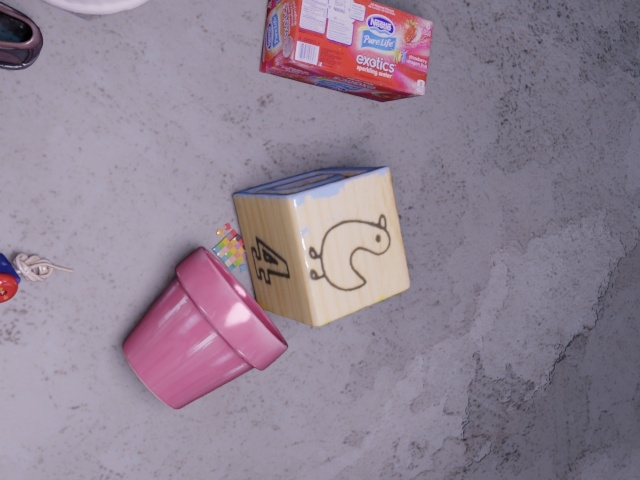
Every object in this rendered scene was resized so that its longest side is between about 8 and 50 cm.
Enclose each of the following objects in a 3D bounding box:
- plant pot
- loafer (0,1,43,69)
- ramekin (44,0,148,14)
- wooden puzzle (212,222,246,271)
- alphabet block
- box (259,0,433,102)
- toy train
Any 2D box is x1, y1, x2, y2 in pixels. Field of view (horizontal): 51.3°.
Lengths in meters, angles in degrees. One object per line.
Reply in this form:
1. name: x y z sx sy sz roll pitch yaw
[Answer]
1. plant pot: -0.178 0.138 0.972 0.180 0.201 0.201 -40 113 -4
2. loafer: -0.487 -0.289 0.795 0.303 0.095 0.109 13 88 -30
3. ramekin: -0.296 -0.437 0.829 0.277 0.135 0.277 -1 96 -13
4. wooden puzzle: -0.142 0.015 1.076 0.049 0.006 0.083 -45 114 -19
5. alphabet block: 0.000 0.000 1.046 0.192 0.193 0.197 -19 104 -29
6. box: 0.044 -0.315 1.084 0.257 0.123 0.128 6 92 -31
7. toy train: -0.452 0.076 0.859 0.143 0.105 0.248 -53 149 8
